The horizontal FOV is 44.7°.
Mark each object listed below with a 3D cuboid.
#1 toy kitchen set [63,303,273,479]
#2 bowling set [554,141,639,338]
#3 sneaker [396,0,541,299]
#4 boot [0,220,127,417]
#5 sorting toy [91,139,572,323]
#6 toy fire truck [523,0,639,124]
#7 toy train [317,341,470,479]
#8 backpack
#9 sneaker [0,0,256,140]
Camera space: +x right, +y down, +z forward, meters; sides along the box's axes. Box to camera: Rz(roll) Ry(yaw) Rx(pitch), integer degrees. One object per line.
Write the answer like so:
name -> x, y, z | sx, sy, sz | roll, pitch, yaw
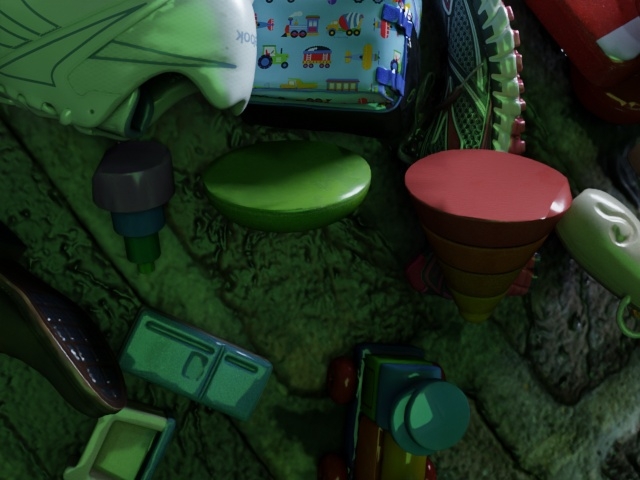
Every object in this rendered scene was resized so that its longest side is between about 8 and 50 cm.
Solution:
toy kitchen set -> -0.122, 0.173, 0.587 | 0.122, 0.166, 0.207 | 25, 86, -13
bowling set -> 0.308, -0.013, 0.661 | 0.287, 0.200, 0.154 | -38, 80, -14
sneaker -> 0.118, -0.097, 0.669 | 0.112, 0.121, 0.299 | -5, 88, 6
boot -> -0.241, 0.073, 0.581 | 0.106, 0.082, 0.219 | -46, 71, 2
sorting toy -> 0.000, 0.000, 0.610 | 0.365, 0.127, 0.126 | 4, 120, 10
toy fire truck -> 0.306, -0.273, 0.697 | 0.302, 0.169, 0.254 | -32, 80, -12
toy train -> 0.062, 0.218, 0.647 | 0.105, 0.143, 0.248 | 6, 90, -14
backpack -> 0.007, -0.179, 0.623 | 0.158, 0.117, 0.173 | 8, 83, 9
sneaker -> -0.184, -0.132, 0.551 | 0.297, 0.111, 0.129 | -7, 88, 13
